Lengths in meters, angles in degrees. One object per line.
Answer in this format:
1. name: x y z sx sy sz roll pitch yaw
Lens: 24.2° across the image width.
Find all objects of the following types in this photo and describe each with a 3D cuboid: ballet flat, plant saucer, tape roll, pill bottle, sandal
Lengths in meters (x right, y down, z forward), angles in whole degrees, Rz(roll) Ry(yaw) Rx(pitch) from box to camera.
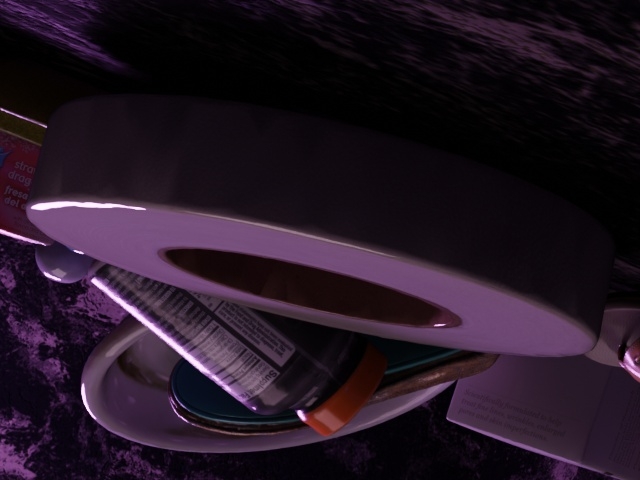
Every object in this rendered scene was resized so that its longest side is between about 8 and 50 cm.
1. ballet flat: 0.022 0.119 1.361 0.316 0.107 0.106 -12 159 6
2. plant saucer: -0.198 -0.097 1.140 0.188 0.045 0.188 21 175 -27
3. tape roll: 0.000 0.000 0.996 0.392 0.072 0.392 12 169 2
4. plant saucer: -0.042 0.094 1.500 0.400 0.100 0.400 -8 152 -4
5. pill bottle: -0.061 0.056 1.241 0.246 0.130 0.130 40 172 -10
6. sandal: 0.284 0.095 1.159 0.219 0.060 0.090 14 145 40

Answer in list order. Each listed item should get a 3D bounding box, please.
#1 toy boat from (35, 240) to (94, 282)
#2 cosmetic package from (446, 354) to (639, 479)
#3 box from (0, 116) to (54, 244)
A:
1. toy boat: -0.200 -0.009 1.571 0.267 0.148 0.318 22 175 -34
2. cosmetic package: 0.245 0.139 1.461 0.151 0.151 0.184 15 174 35
3. box: -0.336 -0.094 1.249 0.257 0.122 0.128 21 176 -26
